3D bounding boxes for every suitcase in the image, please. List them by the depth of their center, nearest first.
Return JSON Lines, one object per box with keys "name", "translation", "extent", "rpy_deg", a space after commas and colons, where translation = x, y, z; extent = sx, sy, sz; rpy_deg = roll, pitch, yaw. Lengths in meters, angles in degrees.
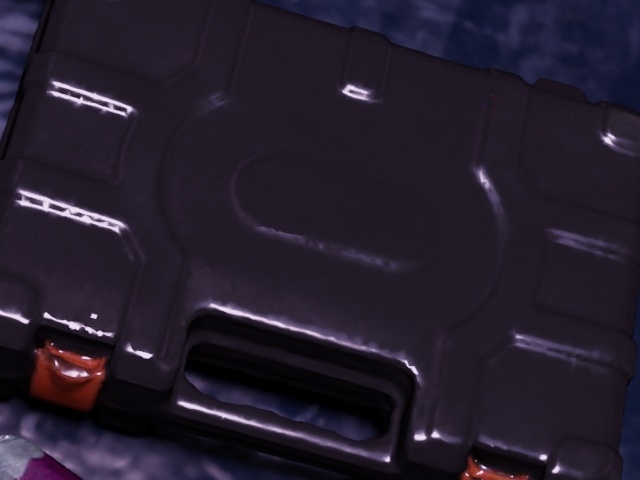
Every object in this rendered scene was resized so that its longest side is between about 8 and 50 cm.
{"name": "suitcase", "translation": [0.000, 0.000, 0.846], "extent": [0.286, 0.066, 0.206], "rpy_deg": [16, 62, -7]}

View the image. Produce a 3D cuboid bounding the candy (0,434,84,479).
{"name": "candy", "translation": [-0.092, 0.126, 0.777], "extent": [0.175, 0.045, 0.043], "rpy_deg": [36, 28, 5]}
